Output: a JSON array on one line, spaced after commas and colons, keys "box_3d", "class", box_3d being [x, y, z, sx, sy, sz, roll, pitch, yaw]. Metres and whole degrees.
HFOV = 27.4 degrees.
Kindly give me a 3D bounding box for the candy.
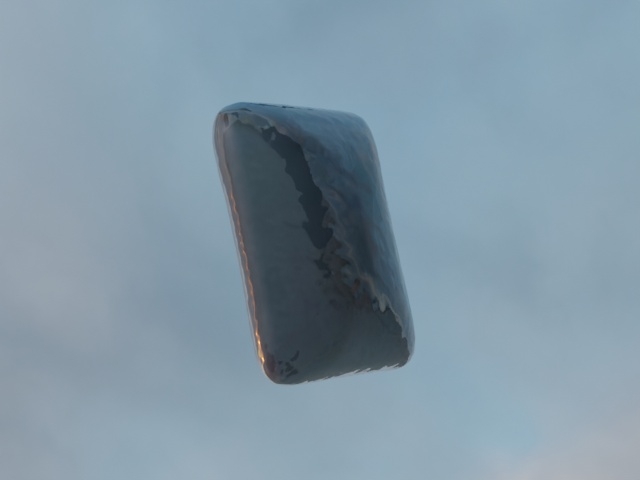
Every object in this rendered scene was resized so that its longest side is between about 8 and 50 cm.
[{"box_3d": [0.000, 0.000, 0.823, 0.071, 0.174, 0.138, -18, -11, 39], "class": "candy"}]
